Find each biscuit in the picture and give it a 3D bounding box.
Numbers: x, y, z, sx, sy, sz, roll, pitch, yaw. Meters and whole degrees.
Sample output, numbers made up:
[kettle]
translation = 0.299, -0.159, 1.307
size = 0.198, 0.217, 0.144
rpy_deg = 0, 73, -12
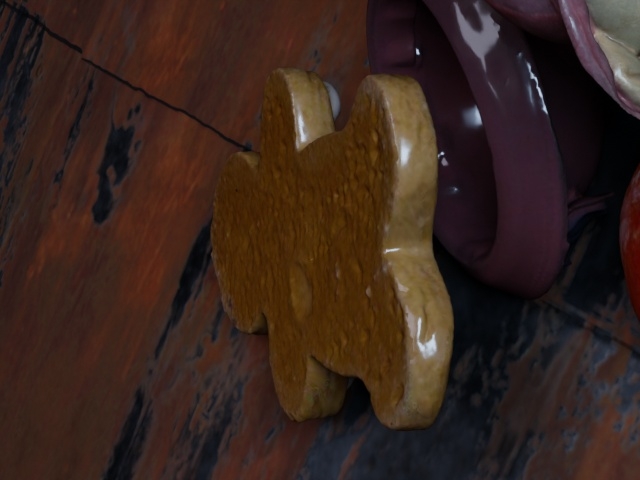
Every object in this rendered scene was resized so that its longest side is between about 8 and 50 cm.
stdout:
[biscuit]
translation = 0.003, 0.001, 1.024
size = 0.324, 0.049, 0.205
rpy_deg = 171, 96, -68

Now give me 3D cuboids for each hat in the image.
[hat]
translation = 0.094, -0.072, 0.927
size = 0.205, 0.089, 0.205
rpy_deg = 162, 90, -76

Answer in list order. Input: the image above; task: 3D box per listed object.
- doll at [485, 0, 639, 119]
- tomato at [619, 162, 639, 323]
[doll]
translation = 0.177, -0.149, 0.739
size = 0.256, 0.152, 0.196
rpy_deg = -6, 56, 15
[tomato]
translation = 0.188, -0.008, 0.789
size = 0.139, 0.091, 0.159
rpy_deg = 6, 82, 56
